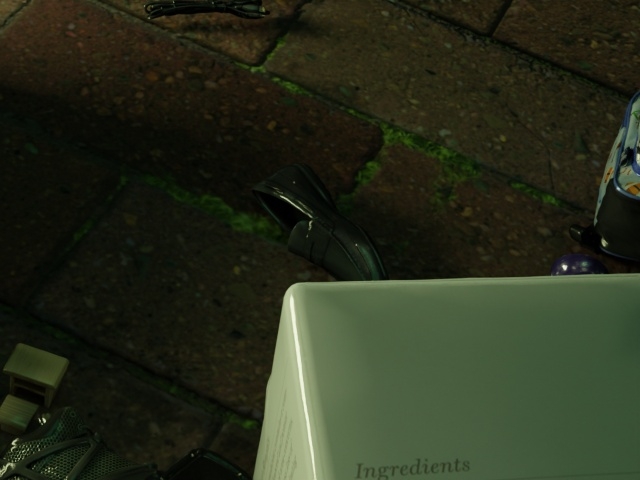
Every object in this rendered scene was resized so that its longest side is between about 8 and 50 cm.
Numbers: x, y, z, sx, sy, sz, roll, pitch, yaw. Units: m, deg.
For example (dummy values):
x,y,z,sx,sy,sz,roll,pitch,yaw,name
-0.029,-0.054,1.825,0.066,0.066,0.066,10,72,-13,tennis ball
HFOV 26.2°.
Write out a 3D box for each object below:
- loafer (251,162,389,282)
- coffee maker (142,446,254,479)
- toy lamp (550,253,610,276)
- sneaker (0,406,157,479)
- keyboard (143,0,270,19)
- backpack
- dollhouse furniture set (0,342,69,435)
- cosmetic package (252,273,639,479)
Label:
x,y,z,sx,sy,sz,roll,pitch,yaw,name
0.000,0.000,1.560,0.078,0.076,0.223,-22,53,-23,loafer
-0.140,0.287,1.192,0.171,0.178,0.120,-12,51,-26,coffee maker
0.259,0.129,1.501,0.080,0.080,0.275,19,47,4,toy lamp
-0.199,0.218,1.302,0.227,0.087,0.130,-1,55,-7,sneaker
-0.181,-0.354,1.858,0.317,0.033,0.201,-4,44,-15,keyboard
0.467,-0.090,1.673,0.276,0.213,0.263,16,37,5,backpack
-0.349,0.153,1.314,0.161,0.101,0.182,18,47,3,dollhouse furniture set
0.132,0.277,1.122,0.327,0.329,0.394,-2,52,-10,cosmetic package
